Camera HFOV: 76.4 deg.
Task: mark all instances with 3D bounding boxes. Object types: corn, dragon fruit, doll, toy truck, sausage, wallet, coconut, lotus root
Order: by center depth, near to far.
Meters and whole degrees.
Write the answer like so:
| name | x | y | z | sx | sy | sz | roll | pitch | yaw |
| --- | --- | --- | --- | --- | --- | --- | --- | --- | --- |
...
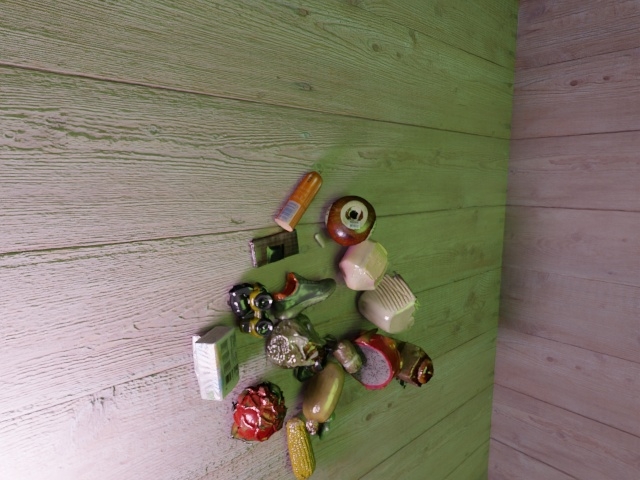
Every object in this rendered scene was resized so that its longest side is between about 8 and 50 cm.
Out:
| name | x | y | z | sx | sy | sz | roll | pitch | yaw |
| --- | --- | --- | --- | --- | --- | --- | --- | --- | --- |
| toy truck | -0.280 | 0.281 | 1.631 | 0.165 | 0.147 | 0.224 | -4 | 103 | -18 |
| dragon fruit | -0.264 | 0.725 | 1.678 | 0.234 | 0.234 | 0.293 | 28 | 108 | -41 |
| wallet | -0.191 | 0.030 | 1.726 | 0.230 | 0.042 | 0.124 | -19 | 106 | -41 |
| sausage | -0.079 | -0.187 | 1.762 | 0.093 | 0.093 | 0.312 | 47 | 65 | -36 |
| corn | -0.094 | 0.982 | 1.907 | 0.119 | 0.119 | 0.321 | -22 | 106 | -38 |
| lotus root | 0.004 | 0.733 | 1.913 | 0.151 | 0.169 | 0.342 | 43 | 62 | -38 |
| coconut | 0.208 | 0.128 | 1.978 | 0.233 | 0.233 | 0.245 | 44 | 67 | -37 |
| doll | 0.115 | 0.542 | 1.980 | 0.105 | 0.115 | 0.221 | -32 | 75 | -16 |
| doll | 0.021 | 0.915 | 2.029 | 0.115 | 0.077 | 0.150 | 74 | 38 | -84 |
| dragon fruit | 0.283 | 0.587 | 2.092 | 0.226 | 0.305 | 0.305 | -31 | 117 | -50 |

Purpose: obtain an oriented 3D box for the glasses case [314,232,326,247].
| name | x | y | z | sx | sy | sz | roll | pitch | yaw |
| --- | --- | --- | --- | --- | --- | --- | --- | --- | --- |
| glasses case | 0.000 | 0.000 | 1.907 | 0.032 | 0.021 | 0.083 | -51 | 126 | -25 |

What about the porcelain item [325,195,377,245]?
| name | x | y | z | sx | sy | sz | roll | pitch | yaw |
| --- | --- | --- | --- | --- | --- | --- | --- | --- | --- |
| porcelain item | 0.138 | -0.082 | 1.925 | 0.253 | 0.253 | 0.253 | -7 | 101 | -41 |

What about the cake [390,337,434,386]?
| name | x | y | z | sx | sy | sz | roll | pitch | yaw |
| --- | --- | --- | --- | --- | --- | --- | --- | --- | --- |
| cake | 0.489 | 0.691 | 2.274 | 0.198 | 0.293 | 0.196 | 49 | 64 | -40 |

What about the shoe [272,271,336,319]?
| name | x | y | z | sx | sy | sz | roll | pitch | yaw |
| --- | --- | --- | --- | --- | --- | --- | --- | --- | --- |
| shoe | -0.084 | 0.209 | 1.806 | 0.336 | 0.132 | 0.171 | -26 | 104 | -34 |

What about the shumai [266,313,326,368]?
| name | x | y | z | sx | sy | sz | roll | pitch | yaw |
| --- | --- | --- | --- | --- | --- | --- | --- | --- | --- |
| shumai | -0.095 | 0.448 | 1.764 | 0.189 | 0.218 | 0.256 | 22 | 82 | -51 |

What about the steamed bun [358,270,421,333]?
| name | x | y | z | sx | sy | sz | roll | pitch | yaw |
| --- | --- | --- | --- | --- | --- | --- | --- | --- | --- |
| steamed bun | 0.368 | 0.363 | 2.129 | 0.273 | 0.290 | 0.272 | -33 | 124 | -14 |

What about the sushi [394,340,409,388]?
| name | x | y | z | sx | sy | sz | roll | pitch | yaw |
| --- | --- | --- | --- | --- | --- | --- | --- | --- | --- |
| sushi | 0.542 | 0.772 | 2.496 | 0.231 | 0.047 | 0.219 | -55 | 128 | -22 |

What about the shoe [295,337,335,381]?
| name | x | y | z | sx | sy | sz | roll | pitch | yaw |
| --- | --- | --- | --- | --- | --- | --- | --- | --- | --- |
| shoe | -0.023 | 0.567 | 1.910 | 0.227 | 0.112 | 0.099 | -54 | 128 | -24 |

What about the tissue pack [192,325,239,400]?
| name | x | y | z | sx | sy | sz | roll | pitch | yaw |
| --- | --- | --- | --- | --- | --- | --- | --- | --- | --- |
| tissue pack | -0.410 | 0.460 | 1.545 | 0.159 | 0.145 | 0.229 | -39 | 128 | -70 |
